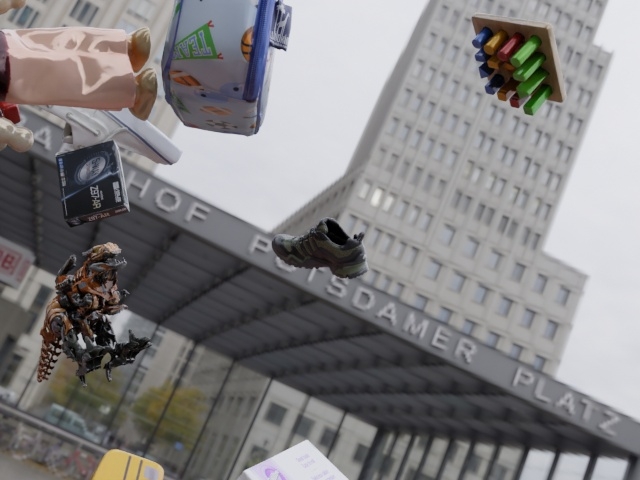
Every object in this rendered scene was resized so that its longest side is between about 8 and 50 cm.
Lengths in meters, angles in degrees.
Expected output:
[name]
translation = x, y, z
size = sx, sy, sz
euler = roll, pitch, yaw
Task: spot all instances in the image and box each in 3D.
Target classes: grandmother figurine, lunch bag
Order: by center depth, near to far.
[lunch bag]
translation = -0.090, -0.249, 0.945
size = 0.114, 0.243, 0.303
euler = 11, -8, -7
[grandmother figurine]
translation = -0.364, -0.194, 1.027
size = 0.342, 0.208, 0.104
euler = 0, -31, -29

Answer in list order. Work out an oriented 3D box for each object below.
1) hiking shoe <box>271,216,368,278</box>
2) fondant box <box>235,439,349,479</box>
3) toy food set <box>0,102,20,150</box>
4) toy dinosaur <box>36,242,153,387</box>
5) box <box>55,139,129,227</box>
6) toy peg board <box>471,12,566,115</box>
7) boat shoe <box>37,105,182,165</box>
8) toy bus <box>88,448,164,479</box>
[hiking shoe]
translation = 0.000, 0.000, 1.849
size = 0.226, 0.114, 0.086
euler = 13, 24, 28
[fondant box]
translation = 0.026, 0.460, 1.329
size = 0.330, 0.096, 0.238
euler = 40, 13, 17
[toy food set]
translation = -0.478, -0.198, 1.210
size = 0.104, 0.111, 0.232
euler = 57, -23, 23
[toy dinosaur]
translation = -0.455, 0.156, 1.749
size = 0.218, 0.164, 0.322
euler = 47, -46, 19
[box]
translation = -0.244, -0.061, 0.964
size = 0.067, 0.083, 0.018
euler = -14, -25, 0
[toy peg board]
translation = 0.333, -0.304, 1.591
size = 0.160, 0.079, 0.161
euler = 23, -30, 41
[boat shoe]
translation = -0.449, -0.218, 1.718
size = 0.367, 0.156, 0.136
euler = 33, 2, -23
[toy bus]
translation = -0.333, 0.481, 1.355
size = 0.130, 0.333, 0.108
euler = 25, -56, -17
